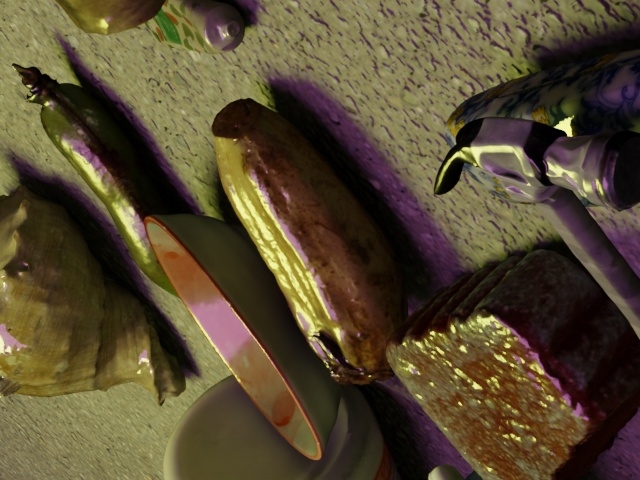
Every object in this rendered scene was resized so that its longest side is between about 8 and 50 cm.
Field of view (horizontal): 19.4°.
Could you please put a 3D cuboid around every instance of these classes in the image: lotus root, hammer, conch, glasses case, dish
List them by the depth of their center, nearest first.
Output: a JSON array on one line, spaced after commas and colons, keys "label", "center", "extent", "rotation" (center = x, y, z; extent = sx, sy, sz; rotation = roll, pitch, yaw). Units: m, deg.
[{"label": "glasses case", "center": [0.166, -0.065, 1.130], "extent": [0.087, 0.065, 0.248], "rotation": [45, 156, -18]}, {"label": "hammer", "center": [0.217, 0.054, 1.189], "extent": [0.152, 0.044, 0.427], "rotation": [10, 154, 44]}, {"label": "lotus root", "center": [0.000, 0.000, 1.495], "extent": [0.110, 0.097, 0.258], "rotation": [3, 126, 57]}, {"label": "dish", "center": [-0.047, 0.064, 1.640], "extent": [0.260, 0.085, 0.260], "rotation": [51, 168, 15]}, {"label": "conch", "center": [-0.303, 0.082, 2.015], "extent": [0.324, 0.186, 0.263], "rotation": [54, 172, -17]}]

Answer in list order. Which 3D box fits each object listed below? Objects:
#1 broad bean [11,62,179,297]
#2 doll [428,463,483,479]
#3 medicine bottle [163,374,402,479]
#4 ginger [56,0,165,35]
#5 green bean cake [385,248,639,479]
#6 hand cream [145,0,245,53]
[{"label": "broad bean", "center": [-0.176, -0.038, 1.744], "extent": [0.077, 0.061, 0.339], "rotation": [17, 144, 58]}, {"label": "doll", "center": [0.136, 0.250, 1.518], "extent": [0.098, 0.241, 0.135], "rotation": [-19, 104, 45]}, {"label": "medicine bottle", "center": [-0.003, 0.310, 1.842], "extent": [0.211, 0.211, 0.371], "rotation": [23, 148, 39]}, {"label": "ginger", "center": [-0.190, -0.262, 1.367], "extent": [0.263, 0.116, 0.109], "rotation": [67, -172, -49]}, {"label": "green bean cake", "center": [0.166, 0.107, 1.398], "extent": [0.198, 0.097, 0.232], "rotation": [47, 156, -3]}, {"label": "hand cream", "center": [-0.107, -0.171, 1.472], "extent": [0.165, 0.037, 0.057], "rotation": [15, 143, 57]}]
